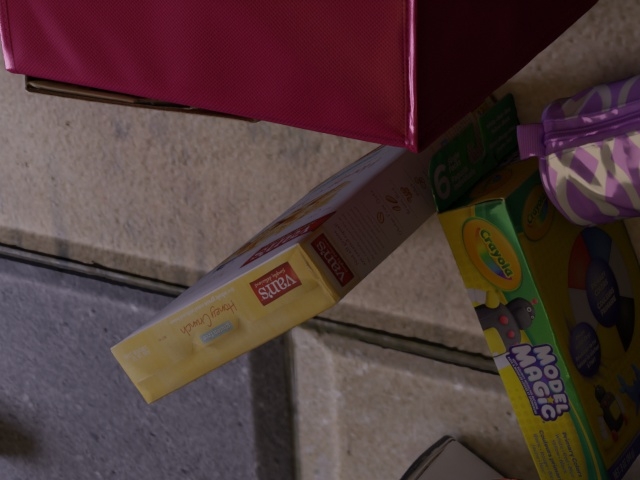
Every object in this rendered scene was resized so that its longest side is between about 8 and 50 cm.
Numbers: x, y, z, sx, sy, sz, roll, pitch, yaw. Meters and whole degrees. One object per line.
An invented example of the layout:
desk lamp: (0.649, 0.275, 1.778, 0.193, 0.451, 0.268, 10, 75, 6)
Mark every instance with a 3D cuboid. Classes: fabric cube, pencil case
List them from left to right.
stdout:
fabric cube: (-0.008, -0.227, 1.023, 0.258, 0.254, 0.259, 13, 120, 27)
pencil case: (0.222, -0.066, 1.056, 0.206, 0.088, 0.086, -19, 70, 33)

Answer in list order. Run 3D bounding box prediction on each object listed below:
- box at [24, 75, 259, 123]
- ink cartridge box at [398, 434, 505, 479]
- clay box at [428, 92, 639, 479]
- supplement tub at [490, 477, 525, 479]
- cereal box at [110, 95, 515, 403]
box: (-0.054, -0.108, 1.149, 0.164, 0.201, 0.021, 9, 108, 29)
ink cartridge box: (0.087, 0.268, 1.327, 0.158, 0.092, 0.218, 37, 130, 11)
clay box: (0.145, 0.027, 1.139, 0.053, 0.127, 0.222, -11, 108, 35)
supplement tub: (0.189, 0.281, 1.126, 0.316, 0.193, 0.193, 36, 136, -28)
cereal box: (0.000, 0.000, 1.145, 0.173, 0.240, 0.047, -30, 96, 39)
